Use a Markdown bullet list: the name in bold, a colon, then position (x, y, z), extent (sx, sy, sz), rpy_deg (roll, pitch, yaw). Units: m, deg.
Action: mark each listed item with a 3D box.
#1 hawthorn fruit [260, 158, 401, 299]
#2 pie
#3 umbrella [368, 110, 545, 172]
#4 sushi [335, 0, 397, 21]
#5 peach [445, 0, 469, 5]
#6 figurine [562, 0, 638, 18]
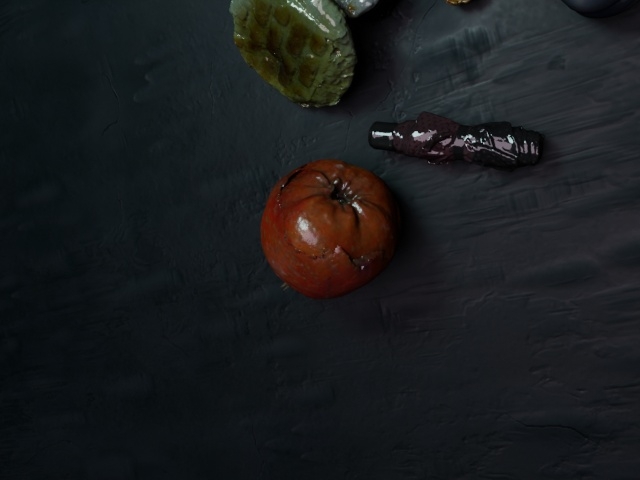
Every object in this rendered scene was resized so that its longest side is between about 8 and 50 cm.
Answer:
- **hawthorn fruit**: position (0.000, 0.000, 1.306), extent (0.276, 0.276, 0.307), rpy_deg (48, 134, 11)
- **pie**: position (-0.056, -0.376, 1.279), extent (0.306, 0.071, 0.306), rpy_deg (34, 150, 23)
- **umbrella**: position (0.244, -0.185, 1.236), extent (0.326, 0.094, 0.090), rpy_deg (11, 148, 23)
- **sushi**: position (0.040, -0.472, 1.266), extent (0.212, 0.115, 0.147), rpy_deg (21, 105, 23)
- **peach**: position (0.252, -0.471, 1.192), extent (0.098, 0.061, 0.098), rpy_deg (5, 117, 9)
- **figurine**: position (0.477, -0.473, 1.026), extent (0.265, 0.197, 0.175), rpy_deg (-60, 37, 26)
